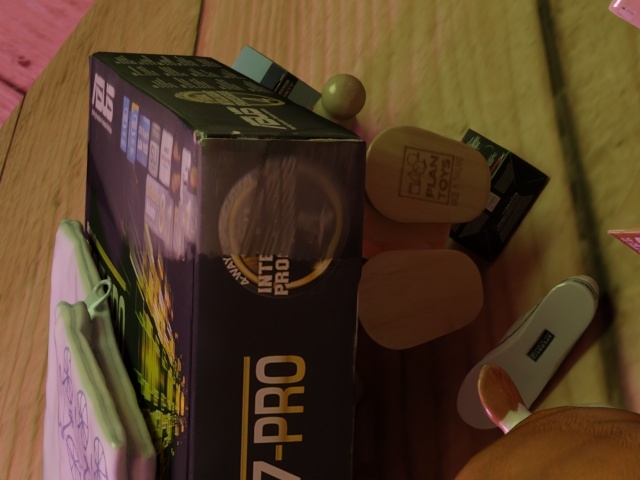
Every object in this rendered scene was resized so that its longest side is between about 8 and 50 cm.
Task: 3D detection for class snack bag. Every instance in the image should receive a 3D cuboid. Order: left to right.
[{"bbox_3d":[-0.147,0.179,1.097,0.342,0.037,0.323,-119,32,-62],"label":"snack bag"}]

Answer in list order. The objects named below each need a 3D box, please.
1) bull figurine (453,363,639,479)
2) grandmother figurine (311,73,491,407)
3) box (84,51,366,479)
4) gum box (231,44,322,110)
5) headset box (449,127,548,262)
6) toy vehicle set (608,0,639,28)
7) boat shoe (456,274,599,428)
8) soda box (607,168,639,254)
[{"bbox_3d":[0.102,0.129,0.672,0.188,0.101,0.310,-40,16,-25],"label":"bull figurine"},{"bbox_3d":[0.000,0.000,1.145,0.342,0.104,0.208,163,121,-70],"label":"grandmother figurine"},{"bbox_3d":[-0.071,0.066,1.064,0.395,0.097,0.318,-140,54,-71],"label":"box"},{"bbox_3d":[-0.055,-0.051,1.341,0.157,0.041,0.184,-57,-15,4],"label":"gum box"},{"bbox_3d":[0.094,-0.029,1.096,0.062,0.032,0.083,-57,18,3],"label":"headset box"},{"bbox_3d":[0.210,-0.228,0.789,0.267,0.035,0.166,-63,2,-33],"label":"toy vehicle set"},{"bbox_3d":[0.108,0.056,0.939,0.100,0.035,0.035,-54,-8,22],"label":"boat shoe"},{"bbox_3d":[0.183,0.019,0.571,0.058,0.181,0.061,-62,20,-12],"label":"soda box"}]
